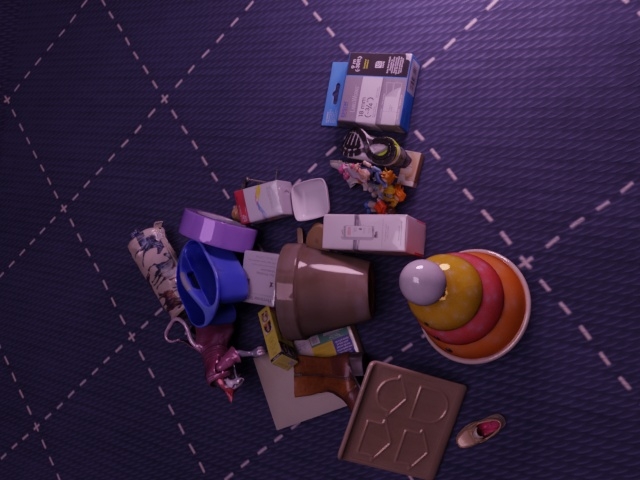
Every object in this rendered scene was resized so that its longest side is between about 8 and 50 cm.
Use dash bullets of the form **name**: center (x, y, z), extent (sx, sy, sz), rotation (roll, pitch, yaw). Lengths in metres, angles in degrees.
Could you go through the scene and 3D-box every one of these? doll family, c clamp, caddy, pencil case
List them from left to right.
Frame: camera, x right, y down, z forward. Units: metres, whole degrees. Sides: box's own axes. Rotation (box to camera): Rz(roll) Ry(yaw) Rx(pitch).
- **pencil case**: center (-0.592, 0.127, 2.256), extent (0.410, 0.160, 0.183), rotation (52, 127, 20)
- **caddy**: center (-0.404, 0.148, 2.035), extent (0.341, 0.179, 0.241), rotation (54, 126, 39)
- **c clamp**: center (-0.233, -0.203, 2.185), extent (0.160, 0.022, 0.137), rotation (6, 94, 25)
- **doll family**: center (0.189, -0.184, 1.871), extent (0.118, 0.263, 0.163), rotation (-49, 31, -14)

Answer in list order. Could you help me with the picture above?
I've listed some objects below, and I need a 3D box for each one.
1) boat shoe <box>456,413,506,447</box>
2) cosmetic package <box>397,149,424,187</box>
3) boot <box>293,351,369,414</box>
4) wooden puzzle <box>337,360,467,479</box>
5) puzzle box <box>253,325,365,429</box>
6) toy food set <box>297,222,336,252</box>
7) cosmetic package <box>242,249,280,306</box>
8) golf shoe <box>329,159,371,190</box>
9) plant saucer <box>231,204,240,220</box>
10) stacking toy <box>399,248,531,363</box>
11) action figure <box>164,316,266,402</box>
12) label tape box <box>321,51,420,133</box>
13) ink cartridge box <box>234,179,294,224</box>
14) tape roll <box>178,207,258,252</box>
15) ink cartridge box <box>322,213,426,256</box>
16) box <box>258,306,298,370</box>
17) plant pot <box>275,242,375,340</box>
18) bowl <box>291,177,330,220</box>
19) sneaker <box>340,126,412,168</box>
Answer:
- **boat shoe**: center (0.480, 0.579, 1.754), extent (0.170, 0.059, 0.063), rotation (-39, 71, 18)
- **cosmetic package**: center (0.298, -0.235, 1.913), extent (0.060, 0.041, 0.115), rotation (14, 93, 27)
- **boot**: center (0.029, 0.503, 1.905), extent (0.280, 0.096, 0.264), rotation (-10, 85, 27)
- **wooden puzzle**: center (0.248, 0.548, 1.779), extent (0.348, 0.080, 0.322), rotation (17, 95, -15)
- **puzzle box**: center (-0.021, 0.468, 2.012), extent (0.409, 0.052, 0.272), rotation (-25, 75, 22)
- **toy food set**: center (0.000, 0.000, 2.028), extent (0.192, 0.038, 0.132), rotation (-10, 77, 42)
- **cosmetic package**: center (-0.179, 0.135, 2.057), extent (0.151, 0.151, 0.184), rotation (6, 89, 28)
- **golf shoe**: center (0.101, -0.226, 1.998), extent (0.176, 0.069, 0.086), rotation (23, 102, 27)
- **plant saucer**: center (-0.295, -0.105, 2.193), extent (0.083, 0.015, 0.083), rotation (-7, 57, 11)
- **stacking toy**: center (0.346, 0.143, 1.598), extent (0.350, 0.480, 0.350), rotation (-13, 67, 33)
- **action figure**: center (-0.373, 0.403, 2.059), extent (0.248, 0.275, 0.370), rotation (-59, 36, 30)
- **label tape box**: center (0.149, -0.505, 1.971), extent (0.333, 0.106, 0.240), rotation (10, 90, 26)
- **ink cartridge box**: center (-0.194, -0.136, 2.089), extent (0.176, 0.128, 0.127), rotation (-13, 87, 22)
- **tape roll**: center (-0.368, -0.038, 2.094), extent (0.275, 0.275, 0.090), rotation (19, 94, 26)
- **ink cartridge box**: center (0.174, -0.016, 1.866), extent (0.283, 0.207, 0.117), rotation (2, 85, 27)
- **box**: center (-0.149, 0.335, 2.012), extent (0.058, 0.087, 0.232), rotation (-42, 40, 17)
- **plant pot**: center (0.029, 0.162, 1.889), extent (0.280, 0.323, 0.323), rotation (-3, 85, 12)
- **bowl**: center (-0.029, -0.142, 2.060), extent (0.142, 0.053, 0.142), rotation (-12, 82, 25)
- **sneaker**: center (0.179, -0.293, 1.928), extent (0.300, 0.121, 0.111), rotation (35, 99, 49)
